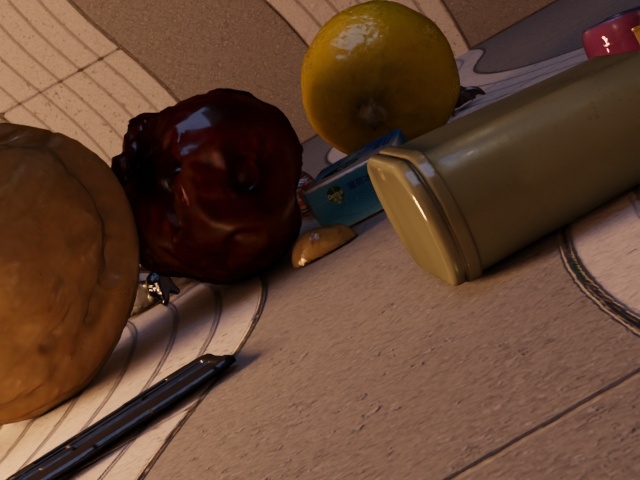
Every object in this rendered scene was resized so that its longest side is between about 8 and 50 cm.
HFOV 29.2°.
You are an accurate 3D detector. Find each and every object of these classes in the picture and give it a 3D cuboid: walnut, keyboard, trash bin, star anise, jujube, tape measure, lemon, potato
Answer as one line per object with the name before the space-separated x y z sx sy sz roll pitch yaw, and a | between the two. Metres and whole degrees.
walnut | -0.423 0.052 1.573 0.384 0.383 0.383 -29 8 4
keyboard | -0.202 0.183 1.199 0.262 0.016 0.106 -32 9 -21
trash bin | 0.184 -0.070 1.102 0.248 0.121 0.243 -26 8 -4
star anise | 0.241 -0.256 2.295 0.141 0.042 0.141 -29 10 5
jujube | -0.160 -0.073 1.711 0.276 0.276 0.377 -31 7 -14
tape measure | 0.426 -0.280 1.699 0.125 0.074 0.118 -24 3 3
lemon | 0.099 -0.266 2.054 0.293 0.293 0.293 -29 8 4
potato | 0.000 0.000 1.560 0.093 0.036 0.037 -28 5 2

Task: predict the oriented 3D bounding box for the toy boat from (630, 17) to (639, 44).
toy boat | 0.414 -0.241 1.475 0.057 0.077 0.200 -22 11 37

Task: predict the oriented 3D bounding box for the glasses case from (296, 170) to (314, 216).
glasses case | -0.031 -0.080 2.033 0.049 0.073 0.194 -22 7 -8

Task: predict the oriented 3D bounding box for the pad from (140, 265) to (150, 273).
pad | -0.189 0.001 2.131 0.266 0.002 0.176 -27 -11 15

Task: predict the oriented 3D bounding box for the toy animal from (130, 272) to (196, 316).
toy animal | -0.290 0.095 1.952 0.202 0.070 0.105 -30 -5 12

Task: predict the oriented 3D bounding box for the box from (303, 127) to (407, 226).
box | 0.062 -0.084 1.737 0.139 0.073 0.194 -27 8 12
